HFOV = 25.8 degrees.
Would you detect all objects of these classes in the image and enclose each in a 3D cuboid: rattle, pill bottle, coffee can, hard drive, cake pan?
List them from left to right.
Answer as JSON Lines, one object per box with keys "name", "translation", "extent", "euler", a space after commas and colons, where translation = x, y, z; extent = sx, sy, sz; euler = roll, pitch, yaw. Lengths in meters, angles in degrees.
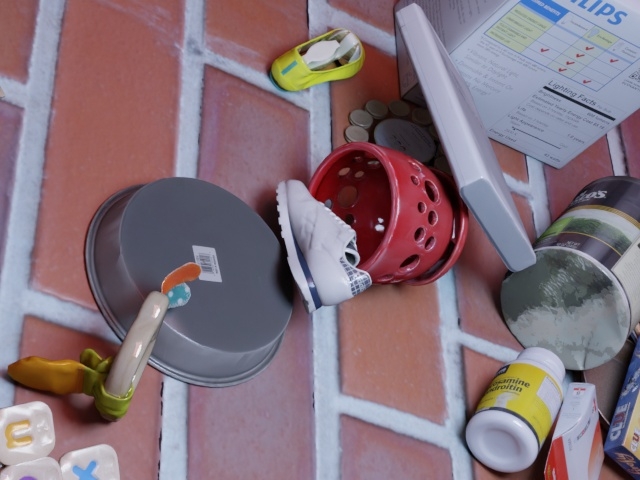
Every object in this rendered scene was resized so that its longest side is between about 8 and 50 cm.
{"name": "rattle", "translation": [-0.239, 0.095, 1.582], "extent": [0.142, 0.130, 0.200], "euler": [16, 73, 15]}
{"name": "cake pan", "translation": [-0.152, 0.041, 1.750], "extent": [0.293, 0.054, 0.293], "euler": [22, 48, -27]}
{"name": "hard drive", "translation": [0.209, -0.151, 2.024], "extent": [0.233, 0.047, 0.353], "euler": [50, 19, -49]}
{"name": "pill bottle", "translation": [0.278, 0.230, 1.943], "extent": [0.103, 0.103, 0.184], "euler": [45, 41, -5]}
{"name": "coffee can", "translation": [0.422, 0.045, 2.131], "extent": [0.201, 0.201, 0.275], "euler": [50, 41, 1]}

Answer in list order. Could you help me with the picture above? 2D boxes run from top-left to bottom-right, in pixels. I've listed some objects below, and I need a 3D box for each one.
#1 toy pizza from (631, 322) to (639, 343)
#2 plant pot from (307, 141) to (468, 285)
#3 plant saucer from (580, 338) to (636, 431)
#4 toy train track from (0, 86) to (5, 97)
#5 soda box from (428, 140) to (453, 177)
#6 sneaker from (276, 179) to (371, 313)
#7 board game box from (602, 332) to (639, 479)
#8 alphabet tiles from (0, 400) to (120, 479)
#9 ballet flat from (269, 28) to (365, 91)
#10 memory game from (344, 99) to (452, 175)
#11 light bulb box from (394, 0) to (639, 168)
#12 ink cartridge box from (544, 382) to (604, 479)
{"name": "toy pizza", "translation": [0.564, 0.163, 2.264], "extent": [0.201, 0.032, 0.201], "euler": [36, 32, -27]}
{"name": "plant pot", "translation": [0.098, -0.029, 1.918], "extent": [0.174, 0.191, 0.191], "euler": [11, 54, -39]}
{"name": "plant saucer", "translation": [0.467, 0.238, 2.152], "extent": [0.198, 0.036, 0.199], "euler": [22, 48, -27]}
{"name": "toy train track", "translation": [-0.419, -0.212, 1.740], "extent": [0.048, 0.014, 0.083], "euler": [-25, 84, -55]}
{"name": "soda box", "translation": [0.209, -0.129, 2.192], "extent": [0.060, 0.053, 0.169], "euler": [33, 43, -18]}
{"name": "sneaker", "translation": [0.000, 0.000, 1.840], "extent": [0.235, 0.094, 0.090], "euler": [-108, 177, -45]}
{"name": "board game box", "translation": [0.525, 0.263, 2.108], "extent": [0.165, 0.042, 0.243], "euler": [41, 52, -16]}
{"name": "alphabet tiles", "translation": [-0.306, 0.306, 1.356], "extent": [0.278, 0.021, 0.284], "euler": [-9, 92, -44]}
{"name": "ballet flat", "translation": [0.015, -0.282, 2.119], "extent": [0.077, 0.077, 0.231], "euler": [53, 41, 6]}
{"name": "memory game", "translation": [0.125, -0.148, 2.122], "extent": [0.186, 0.012, 0.186], "euler": [10, 46, -11]}
{"name": "light bulb box", "translation": [0.368, -0.346, 2.259], "extent": [0.358, 0.361, 0.225], "euler": [21, 49, -29]}
{"name": "ink cartridge box", "translation": [0.353, 0.308, 1.934], "extent": [0.179, 0.045, 0.145], "euler": [-64, 148, -49]}
